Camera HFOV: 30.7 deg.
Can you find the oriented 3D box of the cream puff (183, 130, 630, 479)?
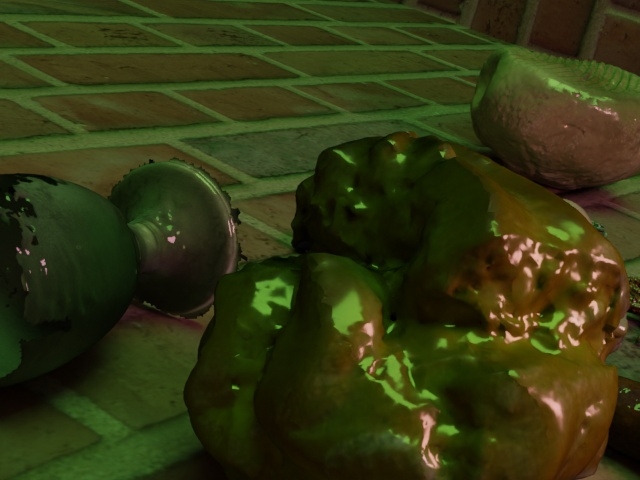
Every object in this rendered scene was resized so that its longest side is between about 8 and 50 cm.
[{"bbox_3d":[0.062,0.057,0.922,0.378,0.275,0.378,-15,12,3],"label":"cream puff"}]

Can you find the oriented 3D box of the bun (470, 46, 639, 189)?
[{"bbox_3d":[0.440,-0.214,2.123,0.352,0.227,0.349,20,20,22],"label":"bun"}]

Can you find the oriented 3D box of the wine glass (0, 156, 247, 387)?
[{"bbox_3d":[-0.236,0.022,1.093,0.190,0.190,0.357,24,17,25],"label":"wine glass"}]

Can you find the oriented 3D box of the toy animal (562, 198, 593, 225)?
[{"bbox_3d":[0.307,0.008,1.597,0.124,0.124,0.212,24,18,24],"label":"toy animal"}]

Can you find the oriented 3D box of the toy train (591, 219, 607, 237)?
[{"bbox_3d":[0.416,-0.019,1.865,0.083,0.033,0.053,10,17,-13],"label":"toy train"}]

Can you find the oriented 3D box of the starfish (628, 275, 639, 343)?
[{"bbox_3d":[0.477,0.077,1.567,0.238,0.057,0.213,-4,29,14],"label":"starfish"}]

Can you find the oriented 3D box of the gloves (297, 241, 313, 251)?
[{"bbox_3d":[0.000,0.000,1.540,0.064,0.026,0.086,19,15,7],"label":"gloves"}]

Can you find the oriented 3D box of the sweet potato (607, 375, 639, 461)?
[{"bbox_3d":[0.345,0.196,1.165,0.097,0.097,0.292,-6,19,-45],"label":"sweet potato"}]
